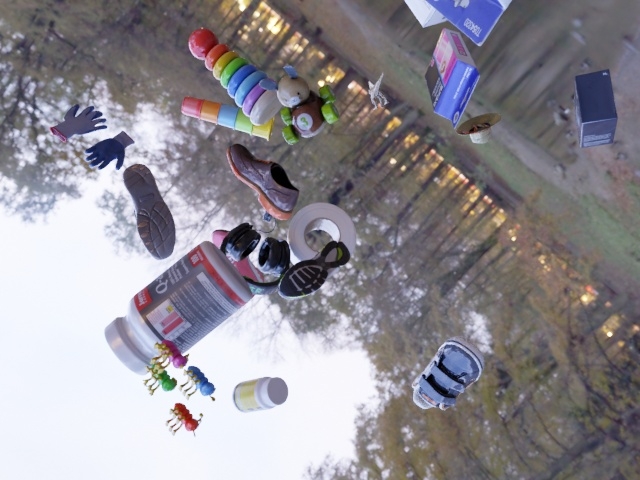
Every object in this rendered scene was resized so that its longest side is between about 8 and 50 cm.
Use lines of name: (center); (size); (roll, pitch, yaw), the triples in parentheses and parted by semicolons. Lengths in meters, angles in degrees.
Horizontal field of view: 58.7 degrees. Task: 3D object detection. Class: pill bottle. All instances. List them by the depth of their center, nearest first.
pill bottle: (-0.383, 0.185, 1.537); (0.210, 0.363, 0.210); (51, 177, 4)
pill bottle: (-0.219, 0.560, 2.074); (0.119, 0.208, 0.119); (20, -120, -38)

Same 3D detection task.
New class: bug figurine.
bug figurine: (-0.347, 0.358, 1.406); (0.216, 0.279, 0.072); (46, -135, 18)

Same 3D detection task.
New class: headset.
headset: (-0.203, 0.009, 1.932); (0.243, 0.185, 0.394); (26, -145, -12)

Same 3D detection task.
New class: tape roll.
tape roll: (0.000, 0.000, 2.070); (0.246, 0.246, 0.169); (42, 167, 5)

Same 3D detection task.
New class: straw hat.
straw hat: (0.484, -0.327, 1.721); (0.144, 0.144, 0.061); (-105, -9, -66)

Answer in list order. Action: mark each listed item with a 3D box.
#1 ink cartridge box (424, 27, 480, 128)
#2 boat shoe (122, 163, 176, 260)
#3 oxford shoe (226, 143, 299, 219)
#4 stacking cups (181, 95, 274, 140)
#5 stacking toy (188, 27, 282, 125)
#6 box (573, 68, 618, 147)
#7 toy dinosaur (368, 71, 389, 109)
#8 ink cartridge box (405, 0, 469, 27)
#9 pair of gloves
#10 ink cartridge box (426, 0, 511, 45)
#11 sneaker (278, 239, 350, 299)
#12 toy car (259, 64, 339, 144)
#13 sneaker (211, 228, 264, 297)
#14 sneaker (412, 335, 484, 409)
ink cartridge box: (0.400, -0.510, 1.763); (0.069, 0.176, 0.371); (12, -143, -10)
boat shoe: (-0.600, -0.098, 2.034); (0.130, 0.132, 0.355); (137, 117, -77)
oxford shoe: (-0.143, -0.177, 1.471); (0.271, 0.098, 0.097); (48, -148, 23)
stacking cups: (-0.322, -0.431, 1.990); (0.316, 0.096, 0.096); (13, -164, -2)
stacking toy: (-0.260, -0.493, 1.673); (0.330, 0.141, 0.141); (42, -166, 4)
box: (0.779, -0.371, 1.617); (0.158, 0.093, 0.156); (39, -132, -62)
toy dinosaur: (0.179, -0.477, 1.842); (0.183, 0.053, 0.093); (-176, 61, -85)
ink cartridge box: (0.358, -0.734, 1.670); (0.217, 0.092, 0.159); (-25, -103, -28)
pair of gloves: (-0.573, -0.261, 1.450); (0.198, 0.023, 0.159); (43, -136, -8)
ink cartridge box: (0.309, -0.576, 1.058); (0.071, 0.330, 0.324); (18, -149, -27)
sneaker: (-0.026, 0.112, 1.826); (0.300, 0.121, 0.111); (-30, -102, -41)
toy car: (-0.066, -0.375, 1.494); (0.188, 0.155, 0.149); (42, -149, -45)
sneaker: (-0.327, 0.098, 2.203); (0.314, 0.116, 0.136); (59, -150, -19)
sneaker: (0.331, 0.367, 1.503); (0.126, 0.127, 0.321); (38, 153, 17)
